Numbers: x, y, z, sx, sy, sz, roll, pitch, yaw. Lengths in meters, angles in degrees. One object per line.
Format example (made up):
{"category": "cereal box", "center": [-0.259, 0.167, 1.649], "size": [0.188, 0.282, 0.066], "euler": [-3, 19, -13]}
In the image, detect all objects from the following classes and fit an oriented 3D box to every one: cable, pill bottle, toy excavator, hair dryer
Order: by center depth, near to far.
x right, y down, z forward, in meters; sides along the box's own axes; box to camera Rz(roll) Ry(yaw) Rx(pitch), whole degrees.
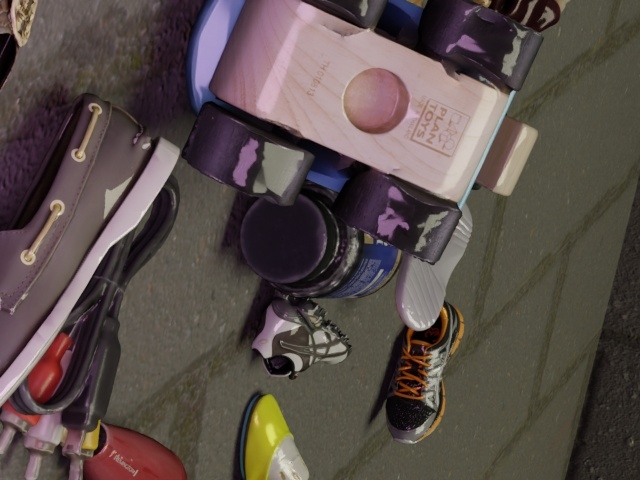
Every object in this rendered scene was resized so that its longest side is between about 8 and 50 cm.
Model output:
{"category": "cable", "center": [-0.204, 0.059, 1.465], "size": [0.139, 0.072, 0.287], "euler": [39, 58, -52]}
{"category": "hair dryer", "center": [-0.199, 0.279, 1.597], "size": [0.223, 0.080, 0.294], "euler": [-43, 146, -52]}
{"category": "toy excavator", "center": [0.065, -0.136, 1.656], "size": [0.222, 0.433, 0.445], "euler": [-66, -162, 7]}
{"category": "pill bottle", "center": [0.000, 0.000, 1.807], "size": [0.219, 0.122, 0.123], "euler": [5, 103, -70]}

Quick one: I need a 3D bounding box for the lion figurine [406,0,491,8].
{"category": "lion figurine", "center": [0.092, -0.296, 1.769], "size": [0.240, 0.142, 0.392], "euler": [-32, 142, -50]}

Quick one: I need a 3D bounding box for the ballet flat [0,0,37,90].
{"category": "ballet flat", "center": [-0.247, -0.080, 1.173], "size": [0.250, 0.058, 0.084], "euler": [-64, 160, -20]}

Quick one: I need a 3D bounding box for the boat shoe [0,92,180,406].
{"category": "boat shoe", "center": [-0.219, 0.021, 1.294], "size": [0.305, 0.091, 0.109], "euler": [-58, -166, -28]}

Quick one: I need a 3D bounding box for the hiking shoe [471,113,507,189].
{"category": "hiking shoe", "center": [0.146, -0.184, 2.044], "size": [0.304, 0.132, 0.113], "euler": [-83, -165, -58]}

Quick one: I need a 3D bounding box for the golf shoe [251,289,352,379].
{"category": "golf shoe", "center": [-0.029, 0.113, 1.931], "size": [0.094, 0.077, 0.198], "euler": [-54, 154, -6]}

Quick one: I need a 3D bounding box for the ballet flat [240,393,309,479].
{"category": "ballet flat", "center": [-0.053, 0.282, 1.988], "size": [0.077, 0.077, 0.231], "euler": [-37, 141, -57]}

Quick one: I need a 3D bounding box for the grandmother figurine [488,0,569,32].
{"category": "grandmother figurine", "center": [0.265, -0.342, 2.253], "size": [0.208, 0.104, 0.342], "euler": [25, 86, -43]}

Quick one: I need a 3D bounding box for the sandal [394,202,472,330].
{"category": "sandal", "center": [0.119, 0.015, 2.198], "size": [0.102, 0.076, 0.265], "euler": [53, 38, -25]}

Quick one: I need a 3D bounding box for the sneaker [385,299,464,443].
{"category": "sneaker", "center": [0.135, 0.175, 2.399], "size": [0.083, 0.084, 0.215], "euler": [57, 46, -62]}
